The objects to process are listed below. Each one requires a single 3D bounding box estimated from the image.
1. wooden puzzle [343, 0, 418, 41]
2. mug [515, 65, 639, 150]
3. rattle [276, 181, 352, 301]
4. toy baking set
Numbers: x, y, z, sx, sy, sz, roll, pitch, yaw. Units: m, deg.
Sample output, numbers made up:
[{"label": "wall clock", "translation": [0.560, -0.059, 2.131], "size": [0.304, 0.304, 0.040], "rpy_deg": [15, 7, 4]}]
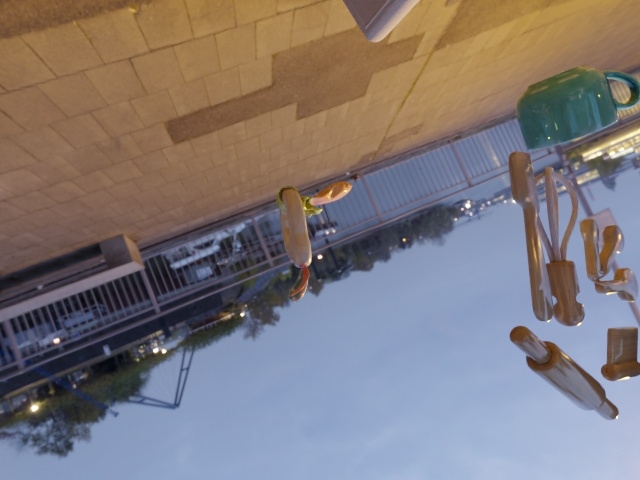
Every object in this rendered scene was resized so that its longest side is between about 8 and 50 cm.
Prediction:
[{"label": "wooden puzzle", "translation": [0.081, -0.494, 0.731], "size": [0.044, 0.238, 0.221], "rpy_deg": [-43, -170, -17]}, {"label": "mug", "translation": [0.389, -0.216, 0.667], "size": [0.158, 0.097, 0.129], "rpy_deg": [-26, -171, -17]}, {"label": "rattle", "translation": [0.000, 0.000, 0.714], "size": [0.143, 0.199, 0.130], "rpy_deg": [2, 136, -26]}, {"label": "toy baking set", "translation": [0.230, 0.042, 0.395], "size": [0.030, 0.256, 0.196], "rpy_deg": [-16, -133, 54]}]
